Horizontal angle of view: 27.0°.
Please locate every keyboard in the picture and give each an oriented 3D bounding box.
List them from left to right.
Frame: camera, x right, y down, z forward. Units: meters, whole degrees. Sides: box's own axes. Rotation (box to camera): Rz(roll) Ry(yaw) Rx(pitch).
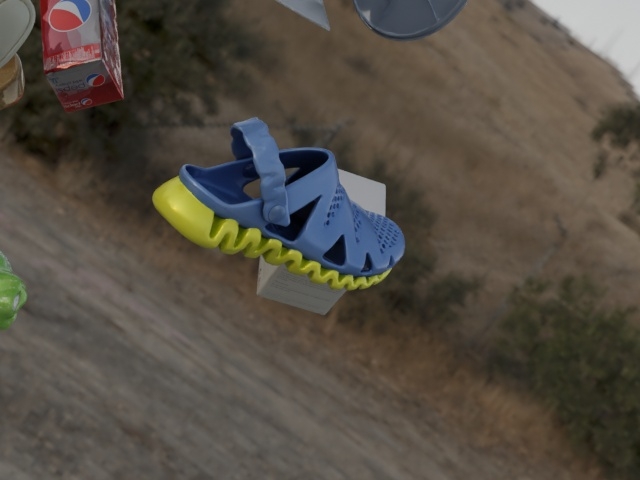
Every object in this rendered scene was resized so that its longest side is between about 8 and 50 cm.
[{"bbox_3d":[-0.067,-0.379,1.956,0.256,0.014,0.072,20,55,-52],"label":"keyboard"}]

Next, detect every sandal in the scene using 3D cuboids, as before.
[{"bbox_3d":[-0.019,-0.039,1.445,0.317,0.138,0.126,16,23,-42],"label":"sandal"}]

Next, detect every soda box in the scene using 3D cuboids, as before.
[{"bbox_3d":[-0.325,-0.305,1.795,0.092,0.084,0.263,70,9,-57],"label":"soda box"}]

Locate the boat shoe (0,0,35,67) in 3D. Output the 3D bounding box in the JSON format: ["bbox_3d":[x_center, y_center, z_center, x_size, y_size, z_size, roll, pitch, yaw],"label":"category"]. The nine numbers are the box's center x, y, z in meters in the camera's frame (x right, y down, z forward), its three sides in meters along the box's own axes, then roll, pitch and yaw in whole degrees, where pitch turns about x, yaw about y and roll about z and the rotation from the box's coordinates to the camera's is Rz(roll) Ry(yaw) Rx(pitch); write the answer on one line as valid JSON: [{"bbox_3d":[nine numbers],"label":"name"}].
[{"bbox_3d":[-0.436,-0.198,1.518,0.079,0.254,0.095,35,-5,41],"label":"boat shoe"}]

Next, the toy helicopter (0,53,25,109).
[{"bbox_3d":[-0.585,-0.206,1.819,0.355,0.140,0.235,-2,42,-1],"label":"toy helicopter"}]

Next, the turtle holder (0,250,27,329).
[{"bbox_3d":[-0.554,0.119,1.764,0.320,0.243,0.227,0,41,-14],"label":"turtle holder"}]

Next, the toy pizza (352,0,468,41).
[{"bbox_3d":[0.123,-0.346,1.668,0.201,0.201,0.032,40,17,34],"label":"toy pizza"}]

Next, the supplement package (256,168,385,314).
[{"bbox_3d":[0.000,0.000,1.734,0.105,0.179,0.105,19,51,-18],"label":"supplement package"}]
